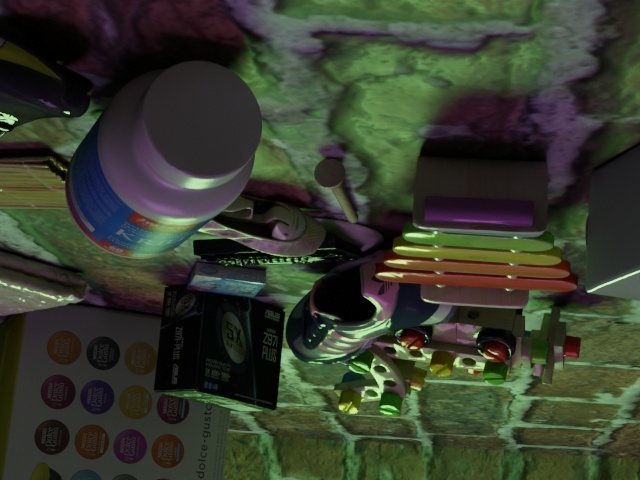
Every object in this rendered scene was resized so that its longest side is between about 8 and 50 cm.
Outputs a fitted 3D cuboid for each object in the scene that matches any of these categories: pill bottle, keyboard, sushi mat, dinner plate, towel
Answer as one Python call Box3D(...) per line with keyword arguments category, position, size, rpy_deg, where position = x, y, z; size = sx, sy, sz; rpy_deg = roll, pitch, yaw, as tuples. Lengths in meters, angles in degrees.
Box3D(category="pill bottle", position=(-0.124, -0.064, 1.076), size=(0.124, 0.124, 0.221), rpy_deg=(9, 165, -18))
Box3D(category="keyboard", position=(-0.053, 0.011, 1.486), size=(0.180, 0.023, 0.108), rpy_deg=(-4, 163, 28))
Box3D(category="sushi mat", position=(-0.386, -0.059, 1.385), size=(0.317, 0.019, 0.151), rpy_deg=(1, 166, 16))
Box3D(category="dinner plate", position=(0.000, 0.000, 1.505), size=(0.141, 0.017, 0.141), rpy_deg=(6, 165, 1))
Box3D(category="towel", position=(-0.531, 0.049, 1.785), size=(0.332, 0.053, 0.317), rpy_deg=(-7, 162, 40))

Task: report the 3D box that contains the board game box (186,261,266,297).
Box3D(category="board game box", position=(-0.121, 0.051, 1.727), size=(0.090, 0.020, 0.090), rpy_deg=(7, 164, -11))

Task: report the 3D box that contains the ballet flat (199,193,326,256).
Box3D(category="ballet flat", position=(-0.065, -0.021, 1.371), size=(0.168, 0.057, 0.052), rpy_deg=(10, 155, -21))

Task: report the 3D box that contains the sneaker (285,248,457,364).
Box3D(category="sneaker", position=(0.022, 0.072, 1.587), size=(0.131, 0.112, 0.319), rpy_deg=(5, 159, -32))

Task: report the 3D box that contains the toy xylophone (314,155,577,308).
Box3D(category="toy xylophone", position=(0.123, -0.009, 1.302), size=(0.236, 0.081, 0.322), rpy_deg=(1, 165, 14))

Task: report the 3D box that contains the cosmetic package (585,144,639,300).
Box3D(category="cosmetic package", position=(0.307, -0.027, 1.109), size=(0.086, 0.117, 0.231), rpy_deg=(9, 166, -14))

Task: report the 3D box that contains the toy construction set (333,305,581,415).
Box3D(category="toy construction set", position=(0.172, 0.141, 1.726), size=(0.328, 0.151, 0.215), rpy_deg=(-4, 140, 4))

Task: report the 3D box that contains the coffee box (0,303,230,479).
Box3D(category="coffee box", position=(-0.353, 0.301, 2.131), size=(0.334, 0.337, 0.338), rpy_deg=(11, 165, -20))

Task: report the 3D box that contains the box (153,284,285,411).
Box3D(category="box", position=(-0.136, 0.151, 1.865), size=(0.078, 0.147, 0.180), rpy_deg=(-6, 161, 35))

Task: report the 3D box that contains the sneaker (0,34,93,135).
Box3D(category="sneaker", position=(-0.300, -0.085, 1.054), size=(0.300, 0.121, 0.111), rpy_deg=(-5, 163, 33))
